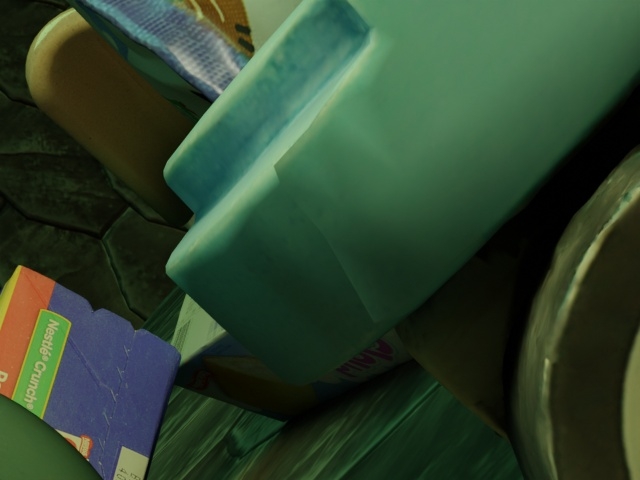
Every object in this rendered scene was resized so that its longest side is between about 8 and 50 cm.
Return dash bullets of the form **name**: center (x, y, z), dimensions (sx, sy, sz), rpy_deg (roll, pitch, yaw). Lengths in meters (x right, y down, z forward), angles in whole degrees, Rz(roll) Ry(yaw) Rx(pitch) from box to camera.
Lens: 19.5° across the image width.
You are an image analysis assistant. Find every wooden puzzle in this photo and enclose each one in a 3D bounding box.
- **wooden puzzle**: center (0.014, -0.146, 1.137), dimensions (0.348, 0.080, 0.322), rpy_deg (-25, -17, 5)

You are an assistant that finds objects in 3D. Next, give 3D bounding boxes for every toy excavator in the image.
- **toy excavator**: center (0.056, -0.203, 0.380), dimensions (0.433, 0.445, 0.222), rpy_deg (-48, 6, 4)

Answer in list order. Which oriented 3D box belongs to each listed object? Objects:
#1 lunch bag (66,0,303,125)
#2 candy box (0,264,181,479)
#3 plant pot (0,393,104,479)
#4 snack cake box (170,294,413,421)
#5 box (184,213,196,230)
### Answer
- **lunch bag**: center (0.082, -0.142, 0.711), dimensions (0.328, 0.239, 0.385), rpy_deg (-49, -29, 2)
- **candy box**: center (-0.225, 0.212, 1.102), dimensions (0.317, 0.122, 0.268), rpy_deg (-43, 25, 45)
- **plant pot**: center (-0.195, 0.171, 0.689), dimensions (0.293, 0.293, 0.235), rpy_deg (-46, -9, 26)
- **snack cake box**: center (0.000, 0.000, 1.058), dimensions (0.264, 0.089, 0.152), rpy_deg (143, 146, -66)
- **box**: center (-0.081, -0.062, 1.646), dimensions (0.044, 0.233, 0.159), rpy_deg (-52, 7, -39)
